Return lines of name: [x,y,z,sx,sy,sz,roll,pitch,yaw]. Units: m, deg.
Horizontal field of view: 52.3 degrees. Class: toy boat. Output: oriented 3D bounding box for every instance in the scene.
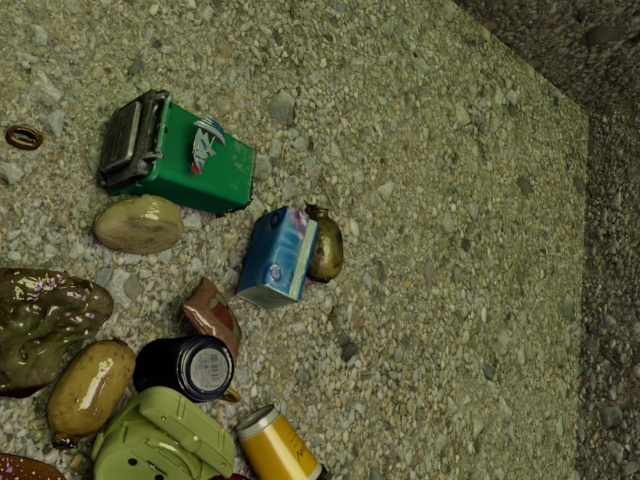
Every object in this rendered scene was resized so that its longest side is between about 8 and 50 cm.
toy boat: [-0.301,-0.249,1.654,0.149,0.034,0.105,-52,129,-29]

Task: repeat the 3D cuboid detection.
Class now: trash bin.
trash bin: [-0.368,-0.224,1.776,0.381,0.295,0.259,18,69,-40]

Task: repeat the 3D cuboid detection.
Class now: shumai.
shumai: [-0.659,0.212,1.469,0.345,0.217,0.283,13,74,-25]

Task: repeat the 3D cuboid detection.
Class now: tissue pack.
tissue pack: [-0.131,0.054,1.944,0.146,0.198,0.264,29,62,-27]

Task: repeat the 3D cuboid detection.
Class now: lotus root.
lotus root: [0.002,0.000,2.094,0.154,0.154,0.278,2,78,-38]
lotus root: [-0.554,0.365,1.563,0.160,0.146,0.284,49,53,-43]

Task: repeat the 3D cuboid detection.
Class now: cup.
cup: [-0.116,0.617,1.842,0.196,0.196,0.280,-33,93,-38]
cup: [-0.316,0.336,1.695,0.254,0.256,0.179,8,75,-38]

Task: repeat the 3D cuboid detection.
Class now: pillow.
pillow: [-0.289,0.222,1.799,0.084,0.236,0.223,-33,102,7]

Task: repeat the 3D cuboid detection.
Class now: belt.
belt: [-0.744,-0.260,1.637,0.083,0.036,0.059,13,65,-36]

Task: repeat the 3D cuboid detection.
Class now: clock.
clock: [-0.403,0.532,1.558,0.286,0.348,0.117,45,14,-21]

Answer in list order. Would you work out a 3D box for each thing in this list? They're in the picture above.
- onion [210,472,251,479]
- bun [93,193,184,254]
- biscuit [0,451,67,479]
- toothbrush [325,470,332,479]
onion: [-0.241,0.711,1.738,0.177,0.153,0.178,7,74,-25]
bun: [-0.468,-0.049,1.709,0.237,0.209,0.116,15,54,-49]
biscuit: [-0.710,0.623,1.403,0.367,0.063,0.314,31,54,-42]
toothbrush: [-0.073,0.779,1.930,0.297,0.030,0.030,-30,108,-38]
